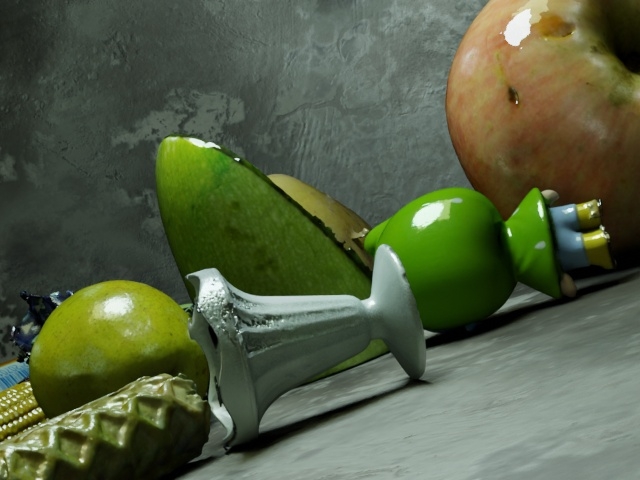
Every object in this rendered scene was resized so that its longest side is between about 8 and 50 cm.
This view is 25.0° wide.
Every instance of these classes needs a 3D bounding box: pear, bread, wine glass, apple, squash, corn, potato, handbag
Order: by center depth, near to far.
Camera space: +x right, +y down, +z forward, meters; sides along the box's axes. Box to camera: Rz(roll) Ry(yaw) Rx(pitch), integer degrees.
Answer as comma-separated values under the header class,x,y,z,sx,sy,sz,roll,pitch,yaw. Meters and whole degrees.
class,x,y,z,sx,sy,sz,roll,pitch,yaw
bread,-0.202,0.186,1.211,0.098,0.087,0.269,-17,2,35
wine glass,-0.016,0.088,1.317,0.196,0.165,0.165,-13,0,-13
pear,-0.213,0.136,1.543,0.198,0.198,0.198,-19,2,1
squash,-0.067,0.008,1.668,0.210,0.309,0.233,-20,2,-26
corn,-0.377,0.228,1.680,0.097,0.097,0.261,-18,3,33
apple,0.342,-0.162,1.746,0.391,0.391,0.346,-20,-18,-18
handbag,-0.251,0.136,1.772,0.260,0.113,0.162,19,9,26
potato,0.000,0.000,1.817,0.239,0.299,0.116,26,75,37

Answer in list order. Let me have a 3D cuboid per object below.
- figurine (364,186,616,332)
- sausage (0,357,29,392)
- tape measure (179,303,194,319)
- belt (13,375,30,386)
class,x,y,z,sx,sy,sz,roll,pitch,yaw
figurine,0.179,0.014,1.554,0.263,0.162,0.143,-12,-22,12
sausage,-0.409,0.220,2.018,0.125,0.117,0.317,-10,4,32
tape measure,-0.160,0.141,1.976,0.175,0.106,0.200,2,17,43
belt,-0.436,0.239,1.785,0.359,0.126,0.094,-13,-12,-35
